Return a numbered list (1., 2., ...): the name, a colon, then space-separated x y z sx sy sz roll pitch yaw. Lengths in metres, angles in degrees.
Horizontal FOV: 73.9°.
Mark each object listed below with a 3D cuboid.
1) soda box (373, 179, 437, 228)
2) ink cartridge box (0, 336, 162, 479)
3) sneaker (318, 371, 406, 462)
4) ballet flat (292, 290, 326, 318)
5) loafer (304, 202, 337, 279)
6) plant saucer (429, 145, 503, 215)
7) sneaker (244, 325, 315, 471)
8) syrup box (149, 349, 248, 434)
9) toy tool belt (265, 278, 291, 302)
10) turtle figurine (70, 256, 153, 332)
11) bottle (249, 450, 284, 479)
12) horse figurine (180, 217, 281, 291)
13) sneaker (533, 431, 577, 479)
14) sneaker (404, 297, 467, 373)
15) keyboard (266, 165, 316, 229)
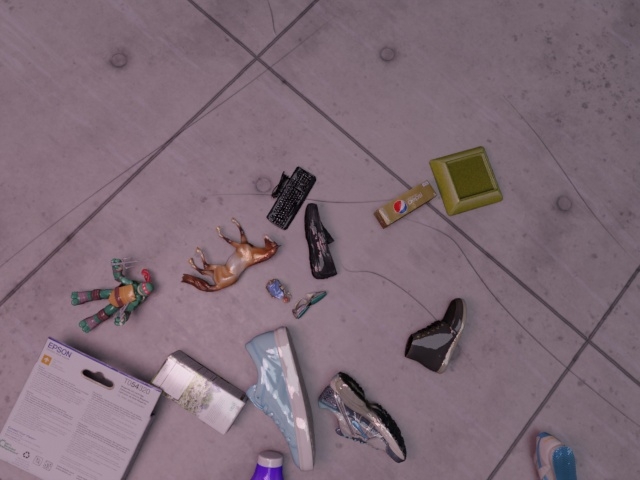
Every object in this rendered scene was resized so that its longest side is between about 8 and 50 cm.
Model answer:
1. soda box: 0.251 -0.107 1.267 0.181 0.061 0.058 -30 84 -9
2. ink cartridge box: -0.606 0.454 1.085 0.324 0.071 0.329 26 87 1
3. sneaker: 0.111 0.493 1.150 0.122 0.110 0.283 -45 84 8
4. ballet flat: -0.036 0.173 1.211 0.114 0.041 0.041 -40 85 -10
5. loafer: 0.000 0.000 1.227 0.078 0.076 0.223 -8 86 -11
6. plant saucer: 0.455 -0.191 1.306 0.189 0.045 0.188 -16 82 -7
7. sneaker: -0.112 0.423 1.126 0.150 0.135 0.365 -16 73 1
8. syrup box: -0.315 0.396 1.121 0.237 0.096 0.093 33 81 1
9. toy tool belt: -0.118 0.144 1.202 0.052 0.051 0.083 -42 86 -10
10. turtle figurine: -0.537 0.151 1.137 0.234 0.118 0.175 -23 68 7
11. bottle: -0.145 0.696 1.085 0.118 0.092 0.282 8 80 -2
12. horse figurine: -0.261 0.055 1.200 0.174 0.066 0.263 42 78 9
13. sneaker: 0.638 0.639 1.163 0.088 0.092 0.228 -6 100 -8
14. sneaker: 0.327 0.251 1.202 0.118 0.083 0.221 23 81 0
15. keyboard: -0.097 -0.134 1.258 0.100 0.038 0.192 29 79 1
